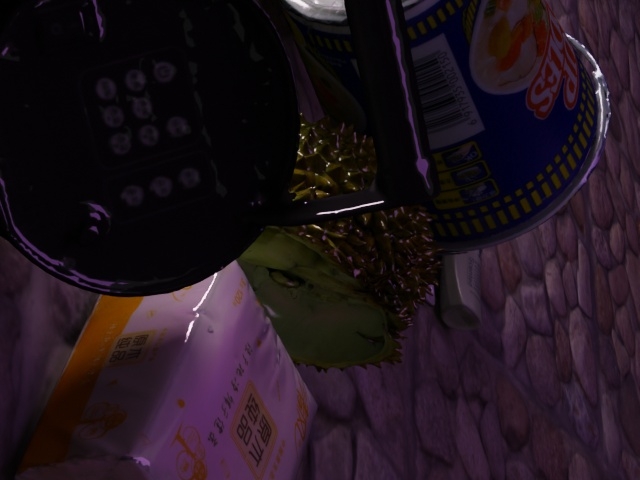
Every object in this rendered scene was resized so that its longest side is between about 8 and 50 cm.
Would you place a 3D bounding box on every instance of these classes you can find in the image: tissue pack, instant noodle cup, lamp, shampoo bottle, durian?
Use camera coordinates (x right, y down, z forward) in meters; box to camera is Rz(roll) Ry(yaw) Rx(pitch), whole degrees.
[{"bbox_3d":[-0.106,0.145,1.186,0.225,0.124,0.185,-70,143,-48],"label":"tissue pack"},{"bbox_3d":[0.092,-0.180,1.439,0.312,0.284,0.284,55,33,-53],"label":"instant noodle cup"},{"bbox_3d":[-0.138,-0.089,1.025,0.272,0.374,0.205,-113,-171,-72],"label":"lamp"},{"bbox_3d":[0.174,0.008,1.935,0.072,0.049,0.212,45,40,-43],"label":"shampoo bottle"},{"bbox_3d":[-0.002,-0.003,1.384,0.237,0.200,0.176,52,58,-29],"label":"durian"}]

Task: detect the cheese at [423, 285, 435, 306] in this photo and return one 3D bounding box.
[{"bbox_3d":[0.070,0.017,1.706,0.251,0.054,0.127,40,44,-55],"label":"cheese"}]
